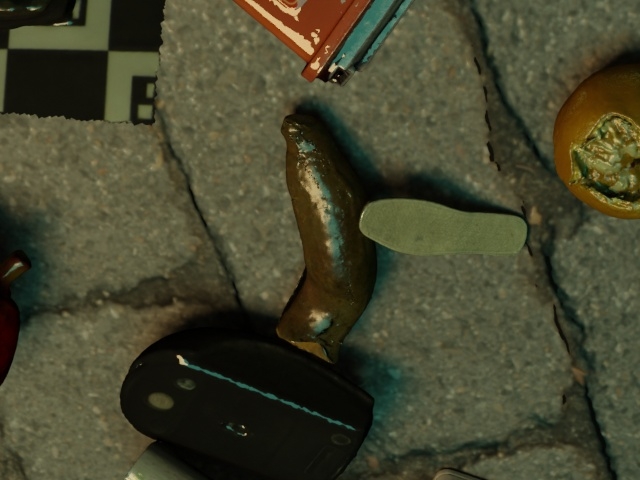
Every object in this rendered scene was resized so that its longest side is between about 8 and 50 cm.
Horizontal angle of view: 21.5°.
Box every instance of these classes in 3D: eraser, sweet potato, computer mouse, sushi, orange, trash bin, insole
[{"bbox_3d":[-0.111,0.315,1.859,0.227,0.174,0.081,33,85,4],"label":"eraser"},{"bbox_3d":[0.001,0.004,1.711,0.112,0.085,0.286,-9,125,-5],"label":"sweet potato"},{"bbox_3d":[-0.079,0.169,1.822,0.269,0.100,0.170,23,140,-12],"label":"computer mouse"},{"bbox_3d":[-0.270,-0.295,1.370,0.296,0.100,0.373,5,82,7],"label":"sushi"},{"bbox_3d":[0.299,-0.091,1.602,0.154,0.134,0.155,-2,124,-3],"label":"orange"},{"bbox_3d":[-0.023,-0.270,1.490,0.238,0.184,0.161,36,114,-3],"label":"trash bin"},{"bbox_3d":[0.125,-0.011,1.702,0.192,0.010,0.063,6,114,-24],"label":"insole"}]

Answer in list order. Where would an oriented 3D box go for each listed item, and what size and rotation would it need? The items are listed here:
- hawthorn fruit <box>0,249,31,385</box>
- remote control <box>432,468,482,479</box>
[{"bbox_3d":[-0.434,0.080,1.707,0.307,0.265,0.265,-30,119,2],"label":"hawthorn fruit"},{"bbox_3d":[0.234,0.344,1.965,0.250,0.034,0.103,19,124,-8],"label":"remote control"}]
